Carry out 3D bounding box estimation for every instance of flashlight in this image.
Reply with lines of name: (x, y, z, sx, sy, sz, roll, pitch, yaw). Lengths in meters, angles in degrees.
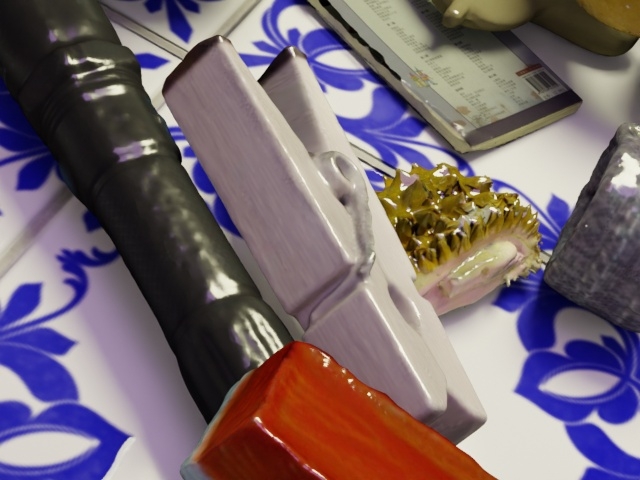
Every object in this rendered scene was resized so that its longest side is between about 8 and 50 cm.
flashlight: (-0.127, -0.029, 1.075, 0.103, 0.103, 0.424, -14, 57, -32)

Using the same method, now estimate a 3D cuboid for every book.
book: (0.104, -0.172, 1.352, 0.157, 0.026, 0.231, -23, 62, -40)

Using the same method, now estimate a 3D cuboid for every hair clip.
hair clip: (0.004, -0.002, 1.047, 0.101, 0.085, 0.330, 20, 35, -55)

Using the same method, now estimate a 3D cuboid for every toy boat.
toy boat: (0.059, 0.215, 0.906, 0.332, 0.133, 0.145, 38, 28, -3)

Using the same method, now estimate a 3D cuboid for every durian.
durian: (0.077, 0.005, 1.133, 0.140, 0.078, 0.224, 40, 50, 12)

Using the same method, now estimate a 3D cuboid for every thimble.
thimble: (0.241, -0.008, 1.168, 0.098, 0.150, 0.150, 28, 45, 5)

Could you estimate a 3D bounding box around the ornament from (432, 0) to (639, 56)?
ornament: (0.197, -0.241, 1.410, 0.230, 0.061, 0.245, 22, 41, -11)

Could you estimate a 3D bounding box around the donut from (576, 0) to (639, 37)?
donut: (0.332, -0.260, 1.334, 0.278, 0.108, 0.277, 1, 37, -1)
